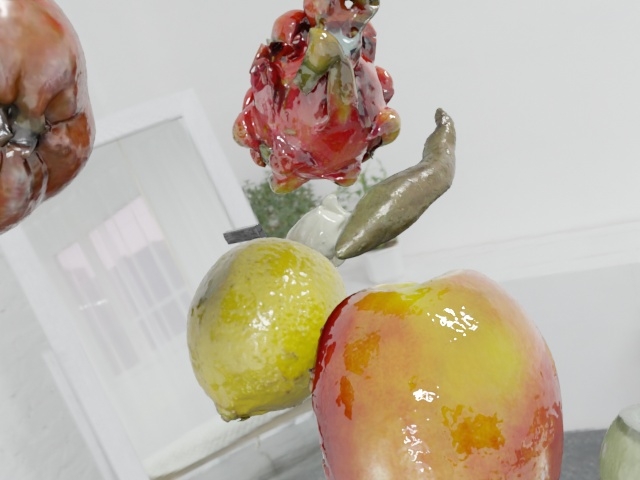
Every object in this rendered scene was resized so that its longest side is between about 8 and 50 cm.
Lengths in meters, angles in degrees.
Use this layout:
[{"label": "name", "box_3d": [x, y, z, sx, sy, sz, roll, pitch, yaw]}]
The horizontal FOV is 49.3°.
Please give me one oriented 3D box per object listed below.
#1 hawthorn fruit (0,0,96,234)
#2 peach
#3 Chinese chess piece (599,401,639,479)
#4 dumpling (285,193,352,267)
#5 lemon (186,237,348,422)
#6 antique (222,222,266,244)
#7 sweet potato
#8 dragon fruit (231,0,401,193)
[{"label": "hawthorn fruit", "box_3d": [-0.381, -0.143, 0.741, 0.284, 0.284, 0.284, -17, 18, 6]}, {"label": "peach", "box_3d": [0.159, 0.236, 0.875, 0.242, 0.380, 0.306, -12, 4, 41]}, {"label": "Chinese chess piece", "box_3d": [0.343, 0.197, 0.558, 0.238, 0.092, 0.238, 2, 3, 0]}, {"label": "dumpling", "box_3d": [0.000, 0.000, 1.494, 0.199, 0.136, 0.118, -57, -9, 13]}, {"label": "lemon", "box_3d": [-0.083, 0.136, 1.090, 0.254, 0.253, 0.310, -3, 54, 39]}, {"label": "antique", "box_3d": [-0.160, -0.013, 1.449, 0.015, 0.031, 0.192, -30, 10, -27]}, {"label": "sweet potato", "box_3d": [0.060, -0.036, 0.471, 0.153, 0.041, 0.038, -49, 4, -30]}, {"label": "dragon fruit", "box_3d": [-0.010, -0.210, 0.988, 0.243, 0.307, 0.227, 13, 46, 39]}]
